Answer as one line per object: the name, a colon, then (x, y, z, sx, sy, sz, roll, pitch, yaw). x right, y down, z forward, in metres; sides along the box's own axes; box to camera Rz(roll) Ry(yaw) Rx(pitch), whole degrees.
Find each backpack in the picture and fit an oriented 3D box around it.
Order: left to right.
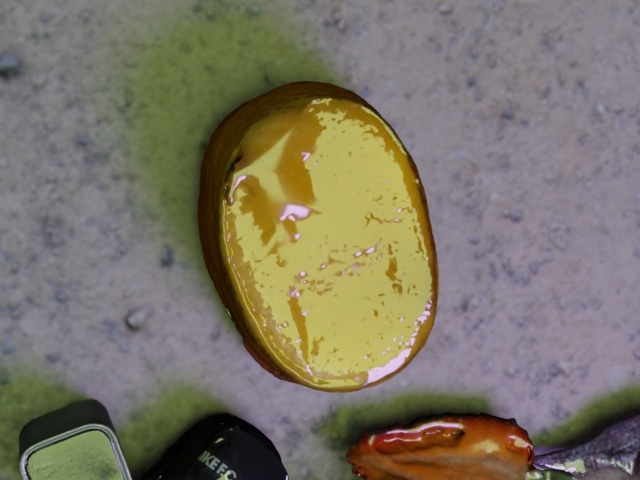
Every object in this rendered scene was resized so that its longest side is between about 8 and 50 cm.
backpack: (-0.102, 0.233, 1.147, 0.120, 0.106, 0.165, 37, 87, -18)

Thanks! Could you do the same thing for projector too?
projector: (-0.209, 0.192, 1.129, 0.083, 0.082, 0.083, -20, 101, -10)

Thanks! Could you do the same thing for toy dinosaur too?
toy dinosaur: (0.345, 0.236, 1.277, 0.294, 0.077, 0.162, -8, 95, -27)

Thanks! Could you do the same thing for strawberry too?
strawberry: (0.125, 0.227, 1.203, 0.192, 0.085, 0.140, -14, 58, -20)

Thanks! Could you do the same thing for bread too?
bread: (0.000, 0.000, 1.124, 0.195, 0.142, 0.270, -16, 99, -9)
